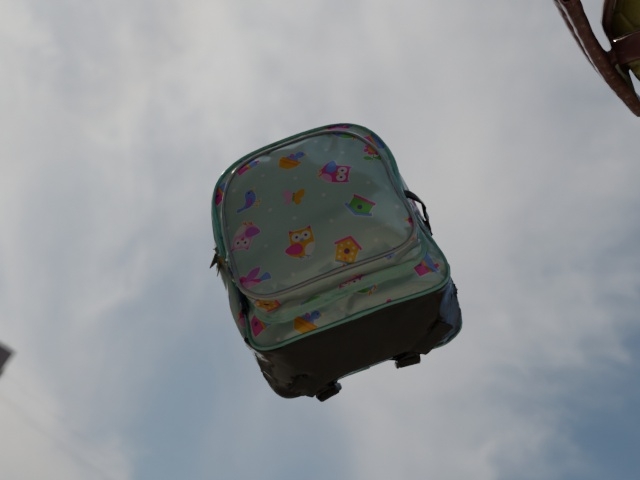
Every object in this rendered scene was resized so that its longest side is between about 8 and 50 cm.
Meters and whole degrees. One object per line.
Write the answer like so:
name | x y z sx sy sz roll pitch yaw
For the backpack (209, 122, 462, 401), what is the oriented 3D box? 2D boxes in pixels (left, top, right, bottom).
backpack | 0.000 0.000 0.932 0.166 0.188 0.144 -22 -45 0

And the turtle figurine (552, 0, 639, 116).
turtle figurine | 0.311 -0.138 0.886 0.198 0.274 0.266 -9 -85 48
